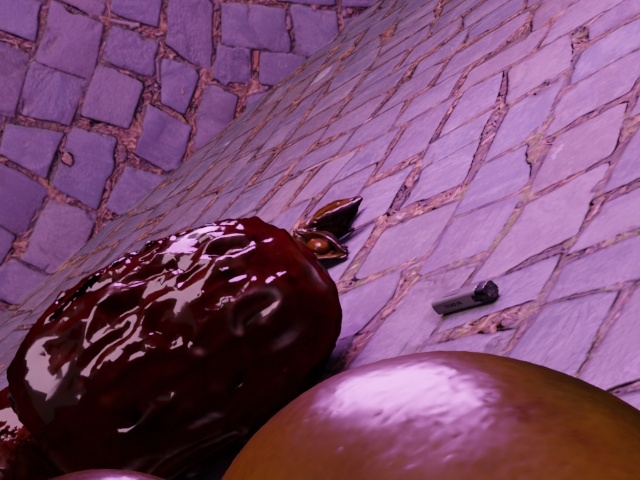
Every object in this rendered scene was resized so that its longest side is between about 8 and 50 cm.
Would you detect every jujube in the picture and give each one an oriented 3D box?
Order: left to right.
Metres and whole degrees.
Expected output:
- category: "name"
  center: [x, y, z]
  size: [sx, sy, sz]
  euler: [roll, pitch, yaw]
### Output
- category: "jujube"
  center: [-0.345, 0.249, 1.819]
  size: [0.183, 0.183, 0.243]
  euler: [-43, 12, -15]
- category: "jujube"
  center: [-0.163, 0.125, 1.617]
  size: [0.376, 0.258, 0.258]
  euler: [-37, 14, 10]

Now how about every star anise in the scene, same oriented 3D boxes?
- category: "star anise"
  center: [-0.002, -0.003, 1.989]
  size: [0.212, 0.053, 0.157]
  euler: [-46, 15, -32]

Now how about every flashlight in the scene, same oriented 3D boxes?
- category: "flashlight"
  center: [0.142, 0.056, 1.494]
  size: [0.018, 0.018, 0.083]
  euler: [-48, 16, -33]

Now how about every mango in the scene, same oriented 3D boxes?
- category: "mango"
  center: [0.076, 0.209, 0.758]
  size: [0.300, 0.232, 0.446]
  euler: [-35, 20, -2]

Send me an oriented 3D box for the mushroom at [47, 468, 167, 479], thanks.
- category: "mushroom"
  center: [-0.152, 0.302, 1.150]
  size: [0.267, 0.267, 0.254]
  euler: [-43, -20, -16]
